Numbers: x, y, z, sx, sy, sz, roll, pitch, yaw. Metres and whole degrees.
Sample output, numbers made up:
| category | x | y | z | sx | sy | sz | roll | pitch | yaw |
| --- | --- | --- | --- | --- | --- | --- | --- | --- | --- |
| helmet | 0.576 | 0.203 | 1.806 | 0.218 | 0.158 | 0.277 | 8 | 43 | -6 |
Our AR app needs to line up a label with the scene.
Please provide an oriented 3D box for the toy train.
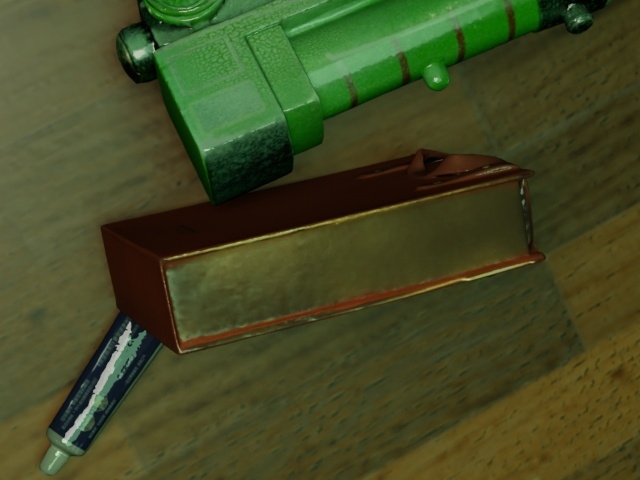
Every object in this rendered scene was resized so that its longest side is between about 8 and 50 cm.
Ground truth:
| category | x | y | z | sx | sy | sz | roll | pitch | yaw |
| --- | --- | --- | --- | --- | --- | --- | --- | --- | --- |
| toy train | 0.027 | -0.116 | 0.711 | 0.251 | 0.085 | 0.119 | -23 | 68 | -8 |

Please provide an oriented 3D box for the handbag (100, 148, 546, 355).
| category | x | y | z | sx | sy | sz | roll | pitch | yaw |
| --- | --- | --- | --- | --- | --- | --- | --- | --- | --- |
| handbag | 0.000 | 0.000 | 0.707 | 0.190 | 0.127 | 0.063 | -13 | 101 | -18 |

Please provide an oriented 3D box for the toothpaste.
| category | x | y | z | sx | sy | sz | roll | pitch | yaw |
| --- | --- | --- | --- | --- | --- | --- | --- | --- | --- |
| toothpaste | -0.103 | 0.062 | 0.749 | 0.037 | 0.021 | 0.140 | 36 | 82 | -16 |
